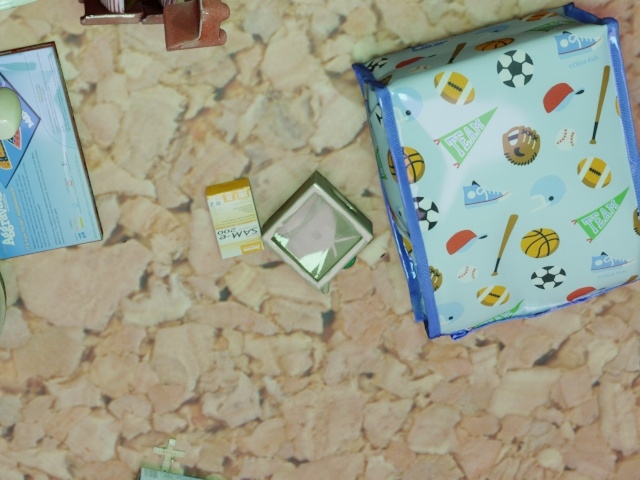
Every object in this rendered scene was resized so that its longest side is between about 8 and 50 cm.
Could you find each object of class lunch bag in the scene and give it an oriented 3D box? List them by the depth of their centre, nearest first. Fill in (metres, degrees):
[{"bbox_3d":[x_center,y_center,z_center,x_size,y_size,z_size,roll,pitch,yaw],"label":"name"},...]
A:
[{"bbox_3d":[0.244,-0.081,1.898,0.327,0.239,0.386,-17,108,-1],"label":"lunch bag"}]

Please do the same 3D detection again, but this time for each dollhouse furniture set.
[{"bbox_3d":[-0.199,-0.326,1.655,0.152,0.374,0.201,-2,113,-11],"label":"dollhouse furniture set"}]

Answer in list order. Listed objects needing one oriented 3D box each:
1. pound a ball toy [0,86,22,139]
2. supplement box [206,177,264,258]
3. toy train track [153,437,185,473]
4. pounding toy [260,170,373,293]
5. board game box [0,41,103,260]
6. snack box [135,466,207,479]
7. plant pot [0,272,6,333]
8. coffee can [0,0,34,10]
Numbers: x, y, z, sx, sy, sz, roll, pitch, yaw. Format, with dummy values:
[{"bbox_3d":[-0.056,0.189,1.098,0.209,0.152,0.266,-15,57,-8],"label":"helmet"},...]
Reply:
[{"bbox_3d":[-0.536,-0.138,1.811,0.319,0.136,0.208,12,127,-7],"label":"pound a ball toy"},{"bbox_3d":[-0.117,-0.030,1.983,0.062,0.036,0.098,-13,116,0],"label":"supplement box"},{"bbox_3d":[-0.229,0.333,2.149,0.048,0.014,0.083,11,113,-11],"label":"toy train track"},{"bbox_3d":[0.000,0.000,1.990,0.141,0.100,0.130,43,103,-11],"label":"pounding toy"},{"bbox_3d":[-0.390,-0.116,1.916,0.145,0.027,0.281,-11,116,-3],"label":"board game box"},{"bbox_3d":[-0.216,0.399,2.162,0.141,0.037,0.100,13,122,-13],"label":"snack box"},{"bbox_3d":[-0.538,0.066,1.936,0.237,0.110,0.237,-2,114,-5],"label":"plant pot"},{"bbox_3d":[-0.413,-0.421,1.677,0.201,0.201,0.275,-10,116,-2],"label":"coffee can"}]
